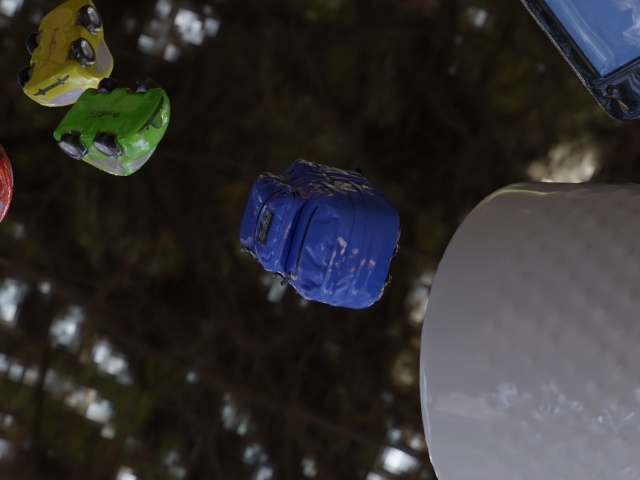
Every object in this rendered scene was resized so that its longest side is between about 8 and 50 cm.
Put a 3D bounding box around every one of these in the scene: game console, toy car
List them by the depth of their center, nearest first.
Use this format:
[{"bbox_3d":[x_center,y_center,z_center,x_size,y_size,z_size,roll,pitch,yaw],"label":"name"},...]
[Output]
[{"bbox_3d":[-0.180,-0.077,1.445,0.225,0.239,0.053,6,146,48],"label":"toy car"},{"bbox_3d":[0.310,-0.237,1.921,0.293,0.250,0.173,50,-151,-21],"label":"game console"}]

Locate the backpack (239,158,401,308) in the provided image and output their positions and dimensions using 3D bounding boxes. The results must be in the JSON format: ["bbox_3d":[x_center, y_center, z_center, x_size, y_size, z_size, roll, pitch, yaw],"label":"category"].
[{"bbox_3d":[0.000,0.000,1.504,0.101,0.098,0.120,5,-163,-26],"label":"backpack"}]

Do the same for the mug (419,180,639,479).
[{"bbox_3d":[0.292,0.141,1.459,0.328,0.374,0.276,3,-153,37],"label":"mug"}]
